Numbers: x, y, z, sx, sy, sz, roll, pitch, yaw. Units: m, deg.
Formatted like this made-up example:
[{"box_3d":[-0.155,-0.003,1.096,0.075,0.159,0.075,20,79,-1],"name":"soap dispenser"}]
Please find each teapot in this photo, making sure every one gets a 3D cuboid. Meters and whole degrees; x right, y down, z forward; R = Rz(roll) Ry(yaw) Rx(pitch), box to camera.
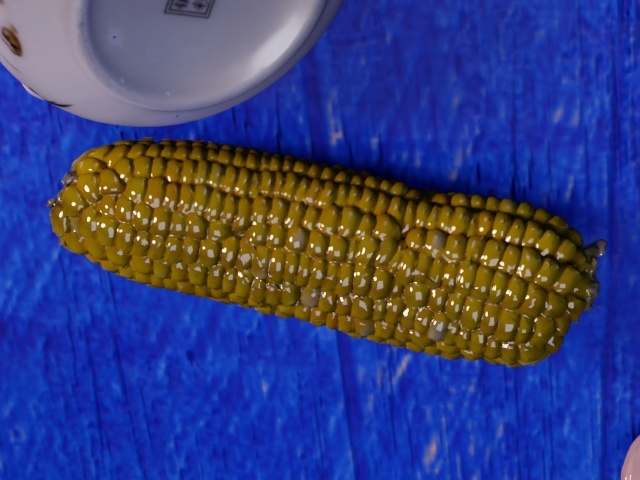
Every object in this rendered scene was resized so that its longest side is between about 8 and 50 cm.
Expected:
[{"box_3d":[-0.074,-0.176,1.008,0.208,0.166,0.300,12,112,-23],"name":"teapot"}]

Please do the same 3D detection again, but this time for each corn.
[{"box_3d":[0.000,0.001,1.125,0.312,0.102,0.102,14,120,1],"name":"corn"}]

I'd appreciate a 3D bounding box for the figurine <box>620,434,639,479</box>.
[{"box_3d":[0.303,0.115,1.147,0.276,0.133,0.200,-34,116,22],"name":"figurine"}]
